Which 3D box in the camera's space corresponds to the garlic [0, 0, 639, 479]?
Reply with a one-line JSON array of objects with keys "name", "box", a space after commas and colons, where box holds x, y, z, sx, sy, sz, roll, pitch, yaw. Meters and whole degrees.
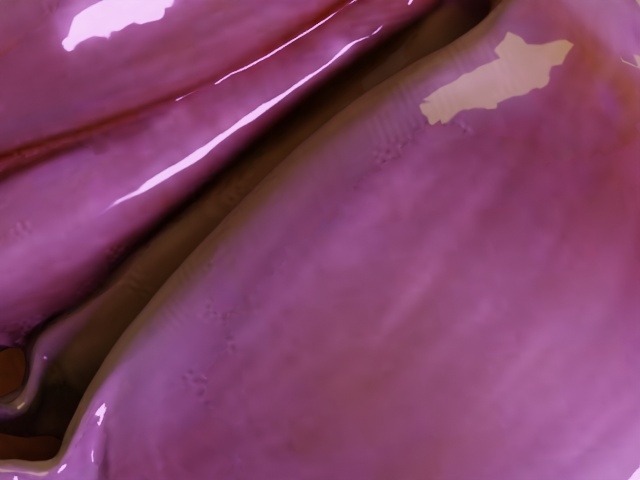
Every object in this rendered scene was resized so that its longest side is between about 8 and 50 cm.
[{"name": "garlic", "box": [0.000, 0.000, 0.539, 0.292, 0.237, 0.210, -48, 30, 5]}]
